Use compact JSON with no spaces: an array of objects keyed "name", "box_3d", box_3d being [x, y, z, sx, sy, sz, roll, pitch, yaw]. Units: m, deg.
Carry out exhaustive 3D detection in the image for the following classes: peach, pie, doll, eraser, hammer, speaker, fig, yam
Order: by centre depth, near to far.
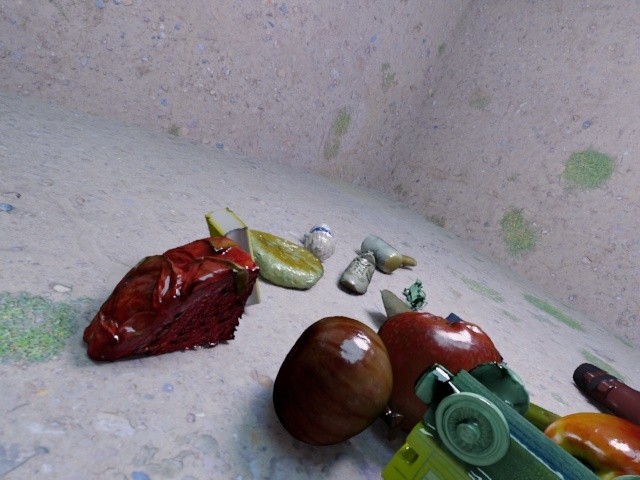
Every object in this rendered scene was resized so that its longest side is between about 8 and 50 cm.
[{"name":"fig","box_3d":[0.026,0.254,0.747,0.214,0.235,0.235,45,6,-30]},{"name":"peach","box_3d":[0.627,0.499,0.873,0.274,0.245,0.249,26,43,-30]},{"name":"eraser","box_3d":[-0.218,0.045,1.019,0.069,0.226,0.158,-20,32,-26]},{"name":"yam","box_3d":[0.260,0.252,1.234,0.106,0.106,0.259,9,20,-40]},{"name":"speaker","box_3d":[1.018,0.523,1.319,0.259,0.198,0.329,9,11,-4]},{"name":"pie","box_3d":[-0.126,0.058,1.365,0.323,0.071,0.323,25,15,-7]},{"name":"doll","box_3d":[0.000,0.000,1.629,0.138,0.119,0.293,15,13,-3]},{"name":"hammer","box_3d":[0.332,0.076,1.849,0.305,0.113,0.202,15,22,-42]}]

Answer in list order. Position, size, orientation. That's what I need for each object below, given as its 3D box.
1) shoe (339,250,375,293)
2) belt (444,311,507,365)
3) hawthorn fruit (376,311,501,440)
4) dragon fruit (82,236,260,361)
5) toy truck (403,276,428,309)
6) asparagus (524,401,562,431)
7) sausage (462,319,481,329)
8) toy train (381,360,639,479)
[{"name":"shoe","box_3d":[0.144,0.113,1.502,0.103,0.098,0.275,23,18,9]},{"name":"belt","box_3d":[0.424,0.322,1.233,0.122,0.128,0.218,48,0,-35]},{"name":"hawthorn fruit","box_3d":[0.225,0.286,0.861,0.275,0.300,0.275,33,-16,11]},{"name":"dragon fruit","box_3d":[-0.278,0.135,0.804,0.330,0.302,0.240,-34,93,-47]},{"name":"toy truck","box_3d":[0.367,0.210,1.548,0.078,0.080,0.154,44,16,-6]},{"name":"asparagus","box_3d":[0.521,0.443,1.089,0.277,0.060,0.067,23,28,0]},{"name":"sausage","box_3d":[0.523,0.312,1.497,0.131,0.041,0.039,20,15,-13]},{"name":"toy train","box_3d":[0.294,0.390,0.593,0.442,0.272,0.179,38,23,29]}]
